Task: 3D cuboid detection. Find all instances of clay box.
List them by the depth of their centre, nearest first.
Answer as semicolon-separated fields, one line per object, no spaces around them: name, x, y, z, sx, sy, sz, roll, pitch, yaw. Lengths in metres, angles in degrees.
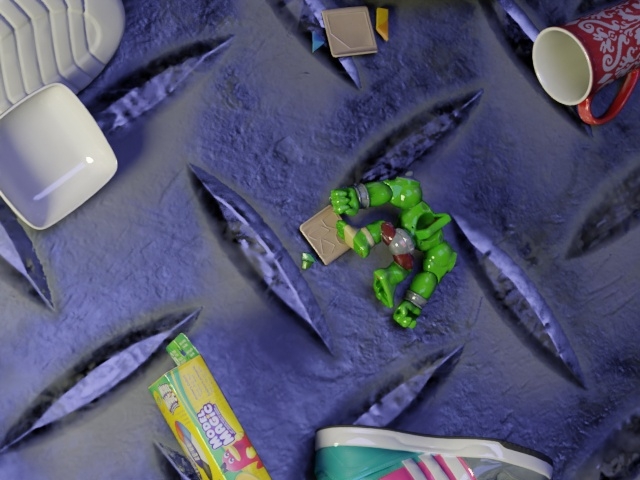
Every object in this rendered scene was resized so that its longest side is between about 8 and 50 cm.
clay box;-0.129;0.219;1.328;0.053;0.127;0.222;-30;86;-22

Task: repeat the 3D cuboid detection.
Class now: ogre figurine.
ogre figurine;0.103;0.002;1.472;0.118;0.097;0.197;-32;83;-16

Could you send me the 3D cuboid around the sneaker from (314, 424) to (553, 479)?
sneaker;0.134;0.323;1.380;0.295;0.124;0.179;7;69;-7

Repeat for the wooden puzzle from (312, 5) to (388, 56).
wooden puzzle;0.040;-0.282;1.570;0.116;0.014;0.079;-3;73;-18

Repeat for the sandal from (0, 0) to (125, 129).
sandal;-0.416;-0.199;1.358;0.416;0.169;0.102;-38;49;-23

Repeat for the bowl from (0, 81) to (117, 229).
bowl;-0.329;-0.101;1.371;0.142;0.053;0.142;-42;119;-21

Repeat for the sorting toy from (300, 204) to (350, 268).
sorting toy;0.000;0.000;1.485;0.083;0.012;0.062;-36;93;-25

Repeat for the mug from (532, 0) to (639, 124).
mug;0.397;-0.259;1.639;0.169;0.150;0.113;-27;49;-25
